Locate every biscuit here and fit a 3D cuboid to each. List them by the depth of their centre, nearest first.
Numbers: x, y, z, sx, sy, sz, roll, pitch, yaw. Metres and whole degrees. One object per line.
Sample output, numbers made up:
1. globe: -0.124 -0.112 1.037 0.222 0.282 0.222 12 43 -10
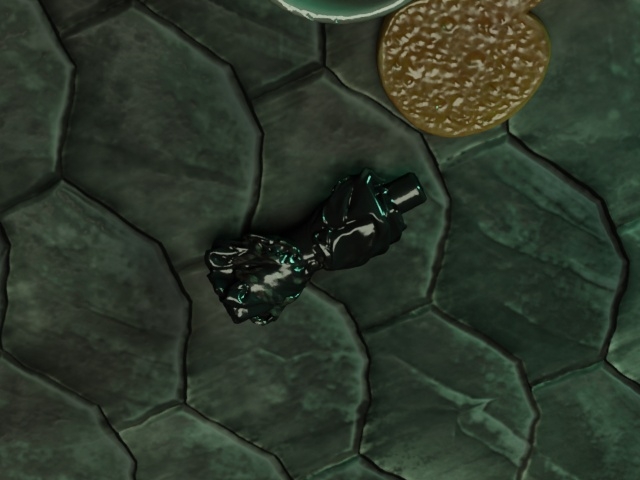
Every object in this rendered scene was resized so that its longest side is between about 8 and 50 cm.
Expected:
1. biscuit: 0.167 -0.254 1.917 0.202 0.044 0.288 3 113 -7

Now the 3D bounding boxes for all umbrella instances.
1. umbrella: 0.000 0.001 1.993 0.272 0.110 0.122 -29 114 4

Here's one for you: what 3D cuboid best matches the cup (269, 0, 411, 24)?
1. cup: -0.010 -0.394 1.719 0.227 0.257 0.301 -28 115 6
